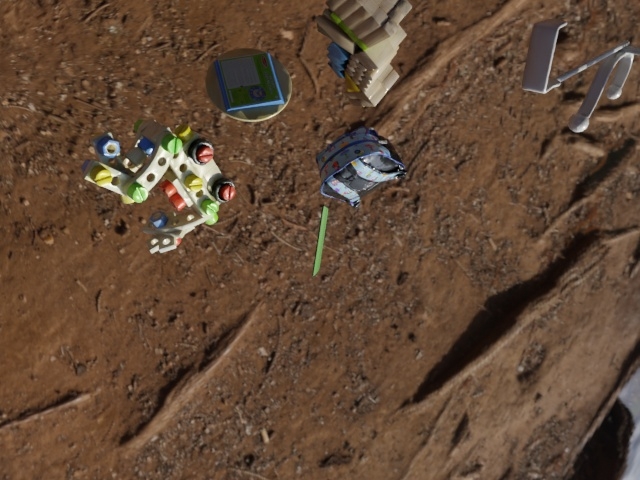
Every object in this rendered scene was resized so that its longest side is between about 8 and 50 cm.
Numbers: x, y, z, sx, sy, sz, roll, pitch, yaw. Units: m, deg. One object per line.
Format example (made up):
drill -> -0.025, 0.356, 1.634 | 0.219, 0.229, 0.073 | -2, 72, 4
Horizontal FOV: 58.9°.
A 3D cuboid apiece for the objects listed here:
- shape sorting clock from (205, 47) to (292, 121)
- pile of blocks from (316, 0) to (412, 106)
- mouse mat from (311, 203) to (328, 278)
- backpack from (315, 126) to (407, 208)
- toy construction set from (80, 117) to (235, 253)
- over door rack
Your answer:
shape sorting clock -> -0.171, -0.374, 1.360 | 0.206, 0.040, 0.206 | 2, 70, -5
pile of blocks -> 0.085, -0.374, 1.029 | 0.149, 0.362, 0.112 | 38, 81, 7
mouse mat -> 0.000, 0.000, 1.215 | 0.007, 0.190, 0.152 | 9, 92, 4
backpack -> 0.063, -0.151, 1.118 | 0.158, 0.116, 0.173 | -33, 161, 24
toy construction set -> -0.288, -0.094, 1.059 | 0.215, 0.151, 0.327 | -46, 155, -19
over door rack -> 0.351, -0.126, 0.528 | 0.324, 0.240, 0.108 | -17, 122, -49
